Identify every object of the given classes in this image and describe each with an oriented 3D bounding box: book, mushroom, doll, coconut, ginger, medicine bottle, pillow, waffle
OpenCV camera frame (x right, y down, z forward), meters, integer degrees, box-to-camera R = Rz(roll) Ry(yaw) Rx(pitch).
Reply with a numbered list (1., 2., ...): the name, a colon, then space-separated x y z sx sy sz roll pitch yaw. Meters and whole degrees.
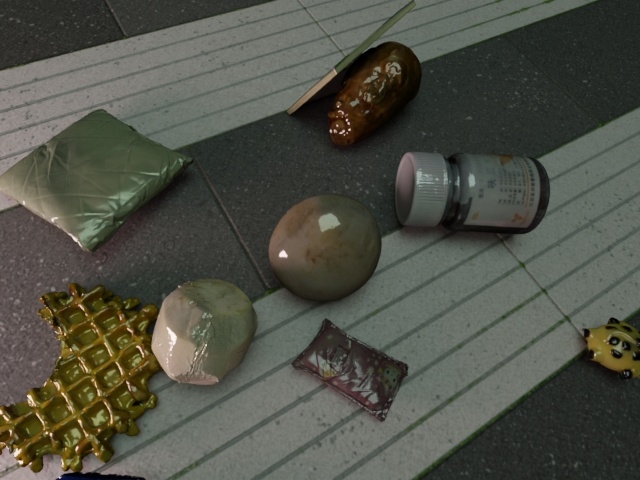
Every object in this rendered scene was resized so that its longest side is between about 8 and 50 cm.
1. book: 0.069 -0.431 1.019 0.018 0.228 0.322 49 62 -15
2. mushroom: 0.001 0.016 0.798 0.206 0.209 0.207 2 86 -25
3. doll: 0.640 0.215 0.803 0.290 0.086 0.117 10 65 1
4. coconut: -0.191 0.153 0.697 0.160 0.162 0.161 21 20 -8
5. ginger: 0.132 -0.361 1.005 0.165 0.172 0.321 39 63 7
6. medicine bottle: 0.304 -0.099 0.887 0.272 0.165 0.165 3 61 -6
7. pillow: -0.451 -0.133 0.868 0.280 0.076 0.274 29 60 16
8. pillow: 0.054 0.223 0.753 0.184 0.043 0.118 32 56 7
9. waffle: -0.385 0.212 0.691 0.259 0.069 0.293 12 62 1

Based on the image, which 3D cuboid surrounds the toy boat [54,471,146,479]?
1. toy boat: -0.289 0.461 0.556 0.218 0.072 0.319 -20 68 -3
